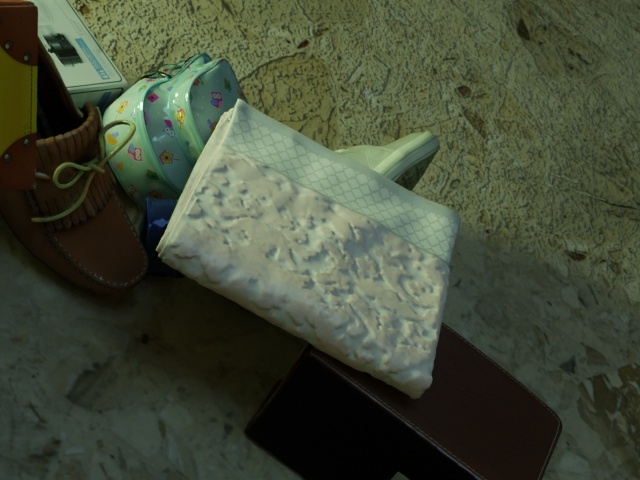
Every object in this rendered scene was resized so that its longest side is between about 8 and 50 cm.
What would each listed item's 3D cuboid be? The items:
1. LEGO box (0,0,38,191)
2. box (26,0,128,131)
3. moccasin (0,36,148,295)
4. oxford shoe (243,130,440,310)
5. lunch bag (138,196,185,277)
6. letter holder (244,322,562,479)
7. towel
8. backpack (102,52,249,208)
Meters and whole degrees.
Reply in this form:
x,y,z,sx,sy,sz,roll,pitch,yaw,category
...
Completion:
x,y,z,sx,sy,sz,roll,pitch,yaw,category
-0.578,-0.147,1.756,0.500,0.193,0.372,-8,15,-43,LEGO box
-0.396,-0.203,2.204,0.290,0.087,0.169,-11,58,-45,box
-0.300,-0.110,2.057,0.139,0.147,0.380,-33,103,-44,moccasin
0.009,-0.055,2.321,0.130,0.169,0.449,40,40,14,oxford shoe
-0.178,0.000,2.160,0.065,0.098,0.067,4,47,-11,lunch bag
0.104,0.210,2.121,0.302,0.152,0.214,37,35,-1,letter holder
0.000,0.000,2.090,0.332,0.053,0.317,28,37,-7,towel
-0.171,-0.130,2.252,0.188,0.144,0.166,-36,108,-44,backpack
